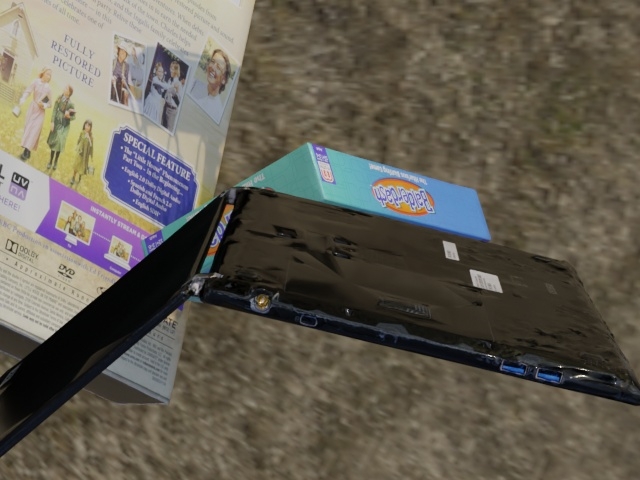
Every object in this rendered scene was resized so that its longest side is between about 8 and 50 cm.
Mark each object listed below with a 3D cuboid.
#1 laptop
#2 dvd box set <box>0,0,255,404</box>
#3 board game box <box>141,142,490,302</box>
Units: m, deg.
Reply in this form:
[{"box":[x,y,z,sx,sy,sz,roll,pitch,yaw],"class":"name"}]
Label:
[{"box":[-0.022,0.063,0.815,0.264,0.234,0.137,14,101,-2],"class":"laptop"},{"box":[-0.184,-0.123,1.413,0.307,0.062,0.420,31,63,-48],"class":"dvd box set"},{"box":[0.000,0.000,1.390,0.210,0.160,0.047,12,56,-51],"class":"board game box"}]
